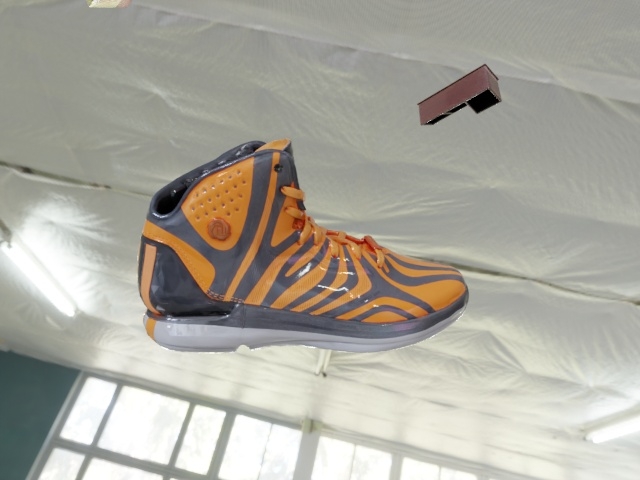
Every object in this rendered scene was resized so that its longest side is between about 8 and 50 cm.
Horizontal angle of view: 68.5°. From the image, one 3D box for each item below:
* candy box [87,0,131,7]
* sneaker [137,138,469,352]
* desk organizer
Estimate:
[{"bbox_3d":[-0.413,-0.626,0.864,0.182,0.087,0.317,2,-72,52],"label":"candy box"},{"bbox_3d":[0.000,0.000,0.434,0.320,0.180,0.124,-1,14,-18],"label":"sneaker"},{"bbox_3d":[0.229,-0.230,0.783,0.130,0.050,0.047,-24,-37,39],"label":"desk organizer"}]
